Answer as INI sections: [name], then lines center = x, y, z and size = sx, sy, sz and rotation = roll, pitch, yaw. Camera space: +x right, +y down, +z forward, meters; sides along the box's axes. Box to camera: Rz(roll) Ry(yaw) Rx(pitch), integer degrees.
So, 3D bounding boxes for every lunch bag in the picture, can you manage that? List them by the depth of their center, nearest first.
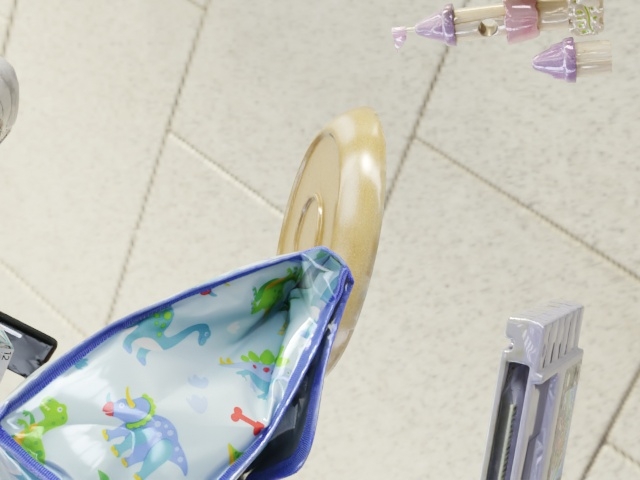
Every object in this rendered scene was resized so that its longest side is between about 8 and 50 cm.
[lunch bag]
center = -0.061, 0.070, 0.533
size = 0.096, 0.151, 0.129
rotation = 48, 152, -1

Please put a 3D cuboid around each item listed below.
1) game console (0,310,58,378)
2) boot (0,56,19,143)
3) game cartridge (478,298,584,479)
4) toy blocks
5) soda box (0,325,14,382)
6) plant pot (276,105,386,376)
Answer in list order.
[game console]
center = -0.398, 0.120, 1.621
size = 0.122, 0.071, 0.107
rotation = 28, 118, -14
[boot]
center = -0.316, -0.052, 1.114
size = 0.095, 0.123, 0.258
rotation = 29, 141, -11
[game cartridge]
center = 0.247, 0.254, 1.542
size = 0.068, 0.230, 0.355
rotation = 12, 98, 27
[toy blocks]
center = 0.200, -0.341, 1.518
size = 0.260, 0.309, 0.288
rotation = -3, 131, 9
[soda box]
center = -0.350, 0.158, 1.207
size = 0.063, 0.058, 0.183
rotation = 45, 116, 49
[plant pot]
center = 0.000, 0.000, 1.080
size = 0.236, 0.032, 0.236
rotation = -169, 90, -76
